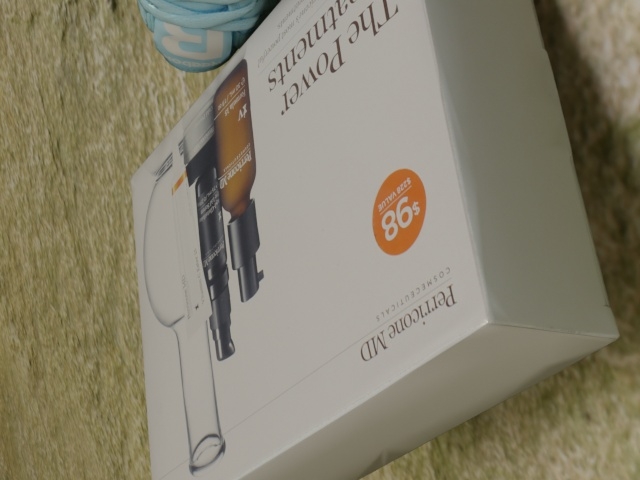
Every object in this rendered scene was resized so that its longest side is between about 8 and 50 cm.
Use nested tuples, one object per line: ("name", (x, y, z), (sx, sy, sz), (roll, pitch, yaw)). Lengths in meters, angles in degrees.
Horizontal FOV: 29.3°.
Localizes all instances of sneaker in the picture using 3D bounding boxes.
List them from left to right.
("sneaker", (-0.065, -0.176, 0.795), (0.366, 0.135, 0.150), (-67, -13, -75))

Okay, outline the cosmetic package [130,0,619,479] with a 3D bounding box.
("cosmetic package", (0.000, 0.000, 0.781), (0.377, 0.097, 0.284), (-41, 51, 47))
